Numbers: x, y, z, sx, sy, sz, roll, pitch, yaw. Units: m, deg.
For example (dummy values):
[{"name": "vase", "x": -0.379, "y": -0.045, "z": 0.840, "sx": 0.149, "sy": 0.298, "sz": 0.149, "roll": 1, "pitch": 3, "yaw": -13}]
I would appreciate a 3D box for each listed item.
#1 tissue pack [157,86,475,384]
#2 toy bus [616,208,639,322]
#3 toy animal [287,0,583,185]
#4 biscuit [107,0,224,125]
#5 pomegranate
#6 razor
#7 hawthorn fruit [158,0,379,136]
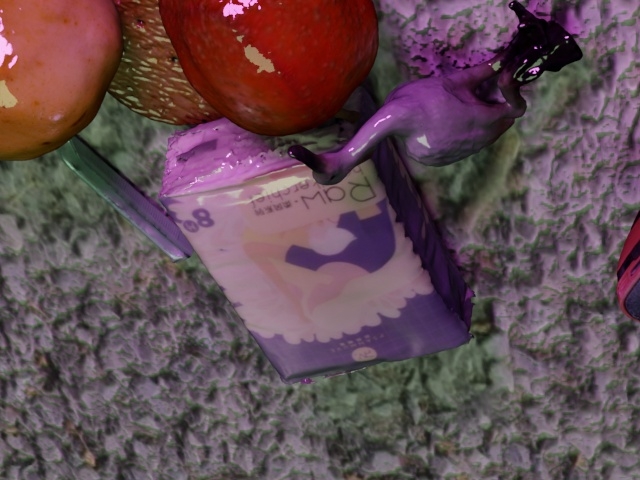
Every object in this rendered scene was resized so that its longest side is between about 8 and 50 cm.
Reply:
[{"name": "tissue pack", "x": 0.000, "y": 0.000, "z": 2.112, "sx": 0.242, "sy": 0.125, "sz": 0.343, "roll": -13, "pitch": 135, "yaw": 19}, {"name": "toy bus", "x": 0.527, "y": 0.028, "z": 1.974, "sx": 0.427, "sy": 0.233, "sz": 0.203, "roll": 20, "pitch": 136, "yaw": -12}, {"name": "toy animal", "x": 0.108, "y": -0.125, "z": 1.931, "sx": 0.324, "sy": 0.090, "sz": 0.195, "roll": -29, "pitch": 153, "yaw": -10}, {"name": "biscuit", "x": -0.153, "y": -0.195, "z": 2.024, "sx": 0.188, "sy": 0.027, "sz": 0.188, "roll": 5, "pitch": 136, "yaw": 5}, {"name": "pomegranate", "x": -0.313, "y": -0.185, "z": 1.928, "sx": 0.233, "sy": 0.233, "sz": 0.233, "roll": 6, "pitch": 137, "yaw": 6}, {"name": "razor", "x": -0.245, "y": -0.064, "z": 2.174, "sx": 0.111, "sy": 0.056, "sz": 0.278, "roll": -25, "pitch": 133, "yaw": 34}, {"name": "hawthorn fruit", "x": -0.037, "y": -0.193, "z": 1.873, "sx": 0.205, "sy": 0.205, "sz": 0.253, "roll": -16, "pitch": 126, "yaw": 26}]
